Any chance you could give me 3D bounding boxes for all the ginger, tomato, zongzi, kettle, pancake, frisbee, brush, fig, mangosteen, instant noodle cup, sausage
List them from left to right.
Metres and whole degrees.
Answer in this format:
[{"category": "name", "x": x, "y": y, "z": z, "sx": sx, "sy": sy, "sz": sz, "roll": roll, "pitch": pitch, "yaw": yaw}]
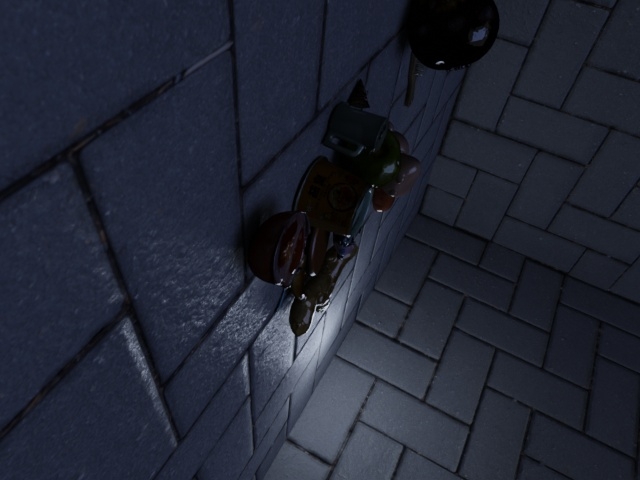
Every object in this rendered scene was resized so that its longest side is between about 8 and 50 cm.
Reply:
[{"category": "tomato", "x": -0.110, "y": 0.009, "z": 1.195, "sx": 0.228, "sy": 0.112, "sz": 0.199, "roll": 58, "pitch": 51, "yaw": -72}, {"category": "pancake", "x": -0.041, "y": 0.086, "z": 1.658, "sx": 0.244, "sy": 0.057, "sz": 0.266, "roll": -50, "pitch": 158, "yaw": -47}, {"category": "ginger", "x": 0.000, "y": 0.163, "z": 1.853, "sx": 0.363, "sy": 0.122, "sz": 0.348, "roll": -13, "pitch": 125, "yaw": -64}, {"category": "frisbee", "x": 0.000, "y": 0.000, "z": 1.634, "sx": 0.251, "sy": 0.021, "sz": 0.250, "roll": 11, "pitch": 90, "yaw": -79}, {"category": "instant noodle cup", "x": 0.045, "y": -0.114, "z": 1.406, "sx": 0.216, "sy": 0.172, "sz": 0.216, "roll": -59, "pitch": 165, "yaw": -27}, {"category": "kettle", "x": 0.099, "y": -0.302, "z": 1.347, "sx": 0.098, "sy": 0.148, "sz": 0.127, "roll": -40, "pitch": 150, "yaw": -63}, {"category": "zongzi", "x": 0.114, "y": -0.429, "z": 1.415, "sx": 0.083, "sy": 0.067, "sz": 0.073, "roll": -76, "pitch": 167, "yaw": -52}, {"category": "fig", "x": 0.156, "y": -0.246, "z": 1.591, "sx": 0.206, "sy": 0.206, "sz": 0.275, "roll": -61, "pitch": 178, "yaw": -17}, {"category": "sausage", "x": 0.302, "y": -0.242, "z": 2.220, "sx": 0.113, "sy": 0.113, "sz": 0.259, "roll": -49, "pitch": 158, "yaw": -46}, {"category": "brush", "x": 0.388, "y": -0.654, "z": 1.956, "sx": 0.070, "sy": 0.065, "sz": 0.327, "roll": -62, "pitch": 166, "yaw": -23}, {"category": "mangosteen", "x": 0.426, "y": -0.720, "z": 1.611, "sx": 0.297, "sy": 0.313, "sz": 0.297, "roll": -28, "pitch": 173, "yaw": -4}]

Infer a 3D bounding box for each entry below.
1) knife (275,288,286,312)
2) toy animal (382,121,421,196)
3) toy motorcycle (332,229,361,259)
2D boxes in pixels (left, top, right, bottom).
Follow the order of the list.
[{"category": "knife", "x": -0.131, "y": 0.197, "z": 1.615, "sx": 0.027, "sy": 0.010, "sz": 0.096, "roll": -16, "pitch": 126, "yaw": -70}, {"category": "toy animal", "x": 0.265, "y": -0.285, "z": 1.784, "sx": 0.229, "sy": 0.221, "sz": 0.210, "roll": -59, "pitch": 173, "yaw": -37}, {"category": "toy motorcycle", "x": 0.095, "y": -0.043, "z": 1.727, "sx": 0.204, "sy": 0.108, "sz": 0.239, "roll": -77, "pitch": 163, "yaw": -84}]
